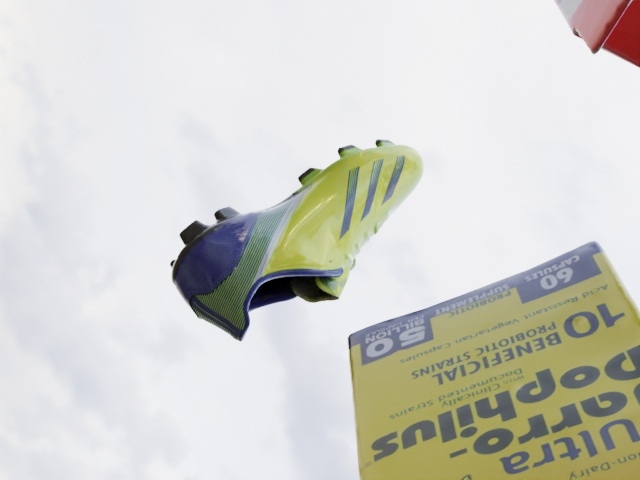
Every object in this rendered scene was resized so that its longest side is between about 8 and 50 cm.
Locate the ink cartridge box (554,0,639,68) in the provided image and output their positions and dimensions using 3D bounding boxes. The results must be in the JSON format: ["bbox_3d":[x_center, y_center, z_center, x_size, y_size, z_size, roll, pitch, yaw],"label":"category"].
[{"bbox_3d":[0.232,-0.204,0.848,0.134,0.078,0.231,-60,-167,24],"label":"ink cartridge box"}]

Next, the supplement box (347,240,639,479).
[{"bbox_3d":[0.143,0.179,0.725,0.356,0.194,0.195,-94,161,-67],"label":"supplement box"}]

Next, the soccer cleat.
[{"bbox_3d":[-0.001,0.001,1.086,0.121,0.289,0.093,47,-37,20],"label":"soccer cleat"}]
